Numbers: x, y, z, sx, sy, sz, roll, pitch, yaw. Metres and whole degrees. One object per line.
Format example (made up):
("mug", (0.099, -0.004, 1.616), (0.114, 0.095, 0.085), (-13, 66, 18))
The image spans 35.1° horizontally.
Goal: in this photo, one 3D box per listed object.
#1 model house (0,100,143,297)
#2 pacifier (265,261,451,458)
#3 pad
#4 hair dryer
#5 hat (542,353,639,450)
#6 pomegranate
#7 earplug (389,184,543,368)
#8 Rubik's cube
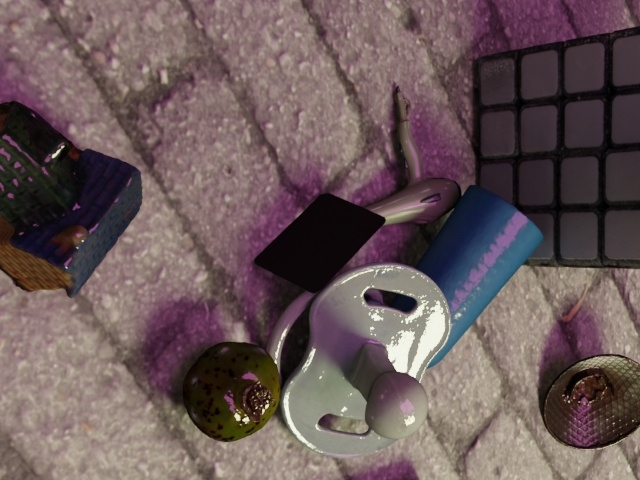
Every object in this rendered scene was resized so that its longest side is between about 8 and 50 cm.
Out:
("model house", (-0.285, -0.053, 1.059), (0.183, 0.172, 0.166), (47, 65, -29))
("pacifier", (0.061, 0.171, 1.292), (0.238, 0.226, 0.287), (16, 102, -24))
("pad", (0.000, 0.000, 1.333), (0.157, 0.112, 0.003), (-45, 144, -28))
("hair dryer", (0.104, -0.104, 1.453), (0.167, 0.067, 0.199), (-32, 100, -28))
("hat", (0.462, 0.259, 1.728), (0.193, 0.082, 0.193), (-3, 114, -6))
("pomegranate", (-0.109, 0.182, 1.234), (0.130, 0.130, 0.130), (-1, 91, -39))
("earplug", (0.186, 0.067, 1.447), (0.132, 0.132, 0.273), (41, 84, -32))
("Rubik's cube", (0.471, -0.126, 1.554), (0.344, 0.343, 0.337), (-2, 91, -39))
